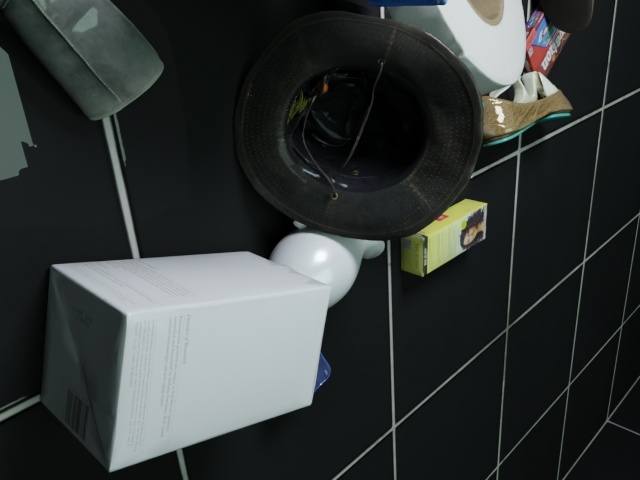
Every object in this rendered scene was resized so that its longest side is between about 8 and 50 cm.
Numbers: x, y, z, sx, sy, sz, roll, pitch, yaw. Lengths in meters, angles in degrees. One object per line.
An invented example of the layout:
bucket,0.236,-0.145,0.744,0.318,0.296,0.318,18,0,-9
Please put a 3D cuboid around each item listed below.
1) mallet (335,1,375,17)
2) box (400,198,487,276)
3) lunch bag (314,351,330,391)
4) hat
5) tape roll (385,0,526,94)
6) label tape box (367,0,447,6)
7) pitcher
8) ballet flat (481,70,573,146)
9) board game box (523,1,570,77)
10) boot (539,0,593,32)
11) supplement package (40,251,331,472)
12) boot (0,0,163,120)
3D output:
mallet,0.032,-0.263,0.915,0.062,0.039,0.189,7,103,-50
box,0.256,-0.011,1.233,0.232,0.058,0.087,-26,122,-39
lunch bag,-0.037,0.213,0.992,0.098,0.065,0.067,-41,115,-29
hat,0.053,-0.160,0.855,0.134,0.332,0.331,-74,166,-70
tape roll,0.192,-0.402,0.889,0.392,0.072,0.391,21,62,-47
label tape box,0.077,-0.436,0.572,0.241,0.106,0.333,22,88,-49
pitcher,0.000,0.000,0.924,0.207,0.126,0.177,-41,115,-44
ballet flat,0.440,-0.297,1.309,0.342,0.116,0.124,-22,100,-37
board game box,0.531,-0.500,1.376,0.281,0.027,0.145,-59,138,-14
boot,0.503,-0.581,1.246,0.115,0.112,0.305,-56,128,-33
supplement package,-0.156,0.124,0.741,0.293,0.178,0.175,-3,107,-46
boot,-0.276,-0.193,0.578,0.190,0.076,0.208,-29,152,-2
